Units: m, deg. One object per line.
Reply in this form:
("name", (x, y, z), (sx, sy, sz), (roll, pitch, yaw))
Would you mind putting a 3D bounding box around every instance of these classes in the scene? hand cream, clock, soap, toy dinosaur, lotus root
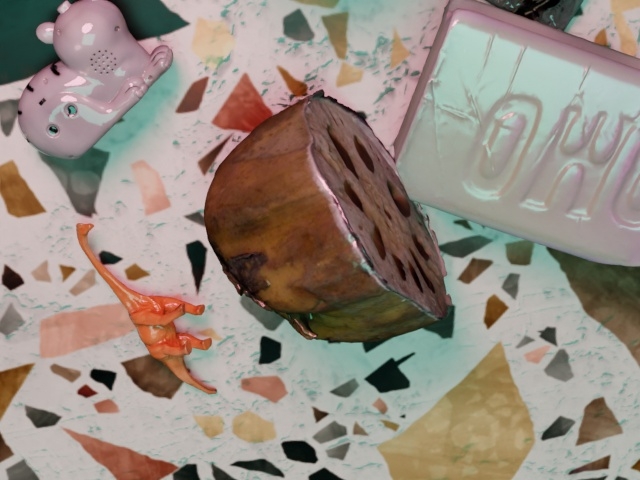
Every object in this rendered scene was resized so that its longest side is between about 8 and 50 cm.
("hand cream", (0.167, -0.294, 0.979), (0.248, 0.052, 0.075), (24, 136, -22))
("clock", (-0.250, -0.168, 0.974), (0.176, 0.080, 0.117), (-42, 112, 12))
("soap", (0.263, -0.100, 1.006), (0.347, 0.115, 0.208), (18, 115, -5))
("toy dinosaur", (-0.190, 0.087, 1.107), (0.101, 0.055, 0.279), (-8, 119, 24))
("lotus root", (0.000, 0.000, 0.995), (0.192, 0.272, 0.272), (-29, 114, 14))
